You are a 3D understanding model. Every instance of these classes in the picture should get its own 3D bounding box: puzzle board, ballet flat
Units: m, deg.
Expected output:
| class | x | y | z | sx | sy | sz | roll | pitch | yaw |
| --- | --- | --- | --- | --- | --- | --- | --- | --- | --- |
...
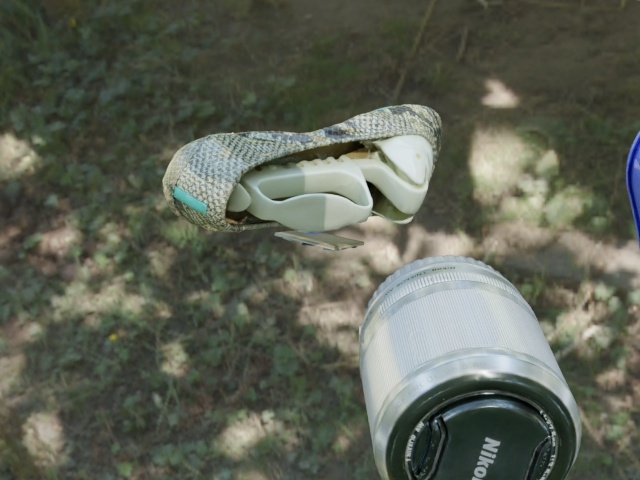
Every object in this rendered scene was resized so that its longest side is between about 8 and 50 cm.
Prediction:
| class | x | y | z | sx | sy | sz | roll | pitch | yaw |
| --- | --- | --- | --- | --- | --- | --- | --- | --- | --- |
| puzzle board | 0.000 | 0.000 | 1.602 | 0.096 | 0.011 | 0.128 | 13 | 7 | 21 |
| ballet flat | 0.027 | -0.078 | 1.450 | 0.483 | 0.164 | 0.182 | -11 | 33 | -36 |

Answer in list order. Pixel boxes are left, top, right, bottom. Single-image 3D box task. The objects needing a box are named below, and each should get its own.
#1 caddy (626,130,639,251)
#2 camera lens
| class | x | y | z | sx | sy | sz | roll | pitch | yaw |
| --- | --- | --- | --- | --- | --- | --- | --- | --- | --- |
| caddy | 0.573 | -0.044 | 1.518 | 0.241 | 0.341 | 0.179 | -14 | 17 | 6 |
| camera lens | 0.158 | 0.165 | 1.208 | 0.219 | 0.219 | 0.274 | -8 | 27 | 1 |
